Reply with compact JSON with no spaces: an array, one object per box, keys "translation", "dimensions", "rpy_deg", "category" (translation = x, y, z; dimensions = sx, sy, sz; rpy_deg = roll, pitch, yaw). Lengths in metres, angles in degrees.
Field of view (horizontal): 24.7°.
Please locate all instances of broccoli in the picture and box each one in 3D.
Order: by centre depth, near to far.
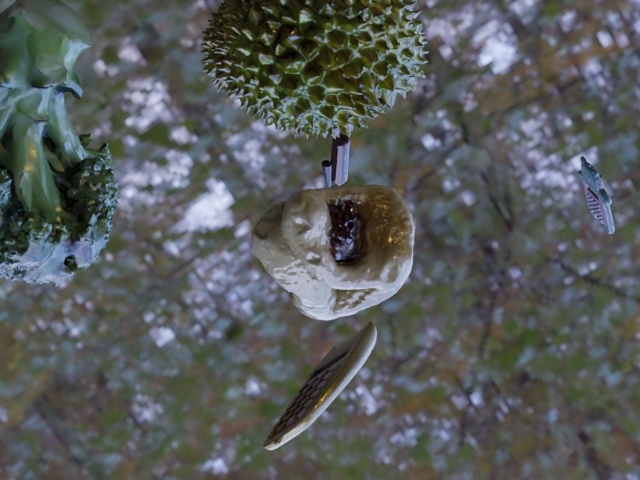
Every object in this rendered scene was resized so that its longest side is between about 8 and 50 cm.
[{"translation":[-0.288,-0.089,1.289],"dimensions":[0.270,0.270,0.270],"rpy_deg":[-58,-171,19],"category":"broccoli"}]

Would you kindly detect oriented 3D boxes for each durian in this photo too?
[{"translation":[0.004,-0.208,1.545],"dimensions":[0.237,0.200,0.176],"rpy_deg":[-22,-129,-23],"category":"durian"}]

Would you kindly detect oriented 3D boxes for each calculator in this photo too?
[{"translation":[-0.002,0.219,2.115],"dimensions":[0.157,0.033,0.236],"rpy_deg":[-38,-171,50],"category":"calculator"},{"translation":[0.451,-0.075,2.390],"dimensions":[0.019,0.141,0.094],"rpy_deg":[-27,-138,-5],"category":"calculator"}]

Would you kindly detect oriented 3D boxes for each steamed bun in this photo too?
[{"translation":[0.000,0.000,1.661],"dimensions":[0.172,0.155,0.140],"rpy_deg":[-23,-121,37],"category":"steamed bun"}]

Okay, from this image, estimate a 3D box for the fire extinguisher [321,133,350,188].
[{"translation":[0.019,-0.091,1.932],"dimensions":[0.032,0.100,0.046],"rpy_deg":[11,-137,7],"category":"fire extinguisher"}]
